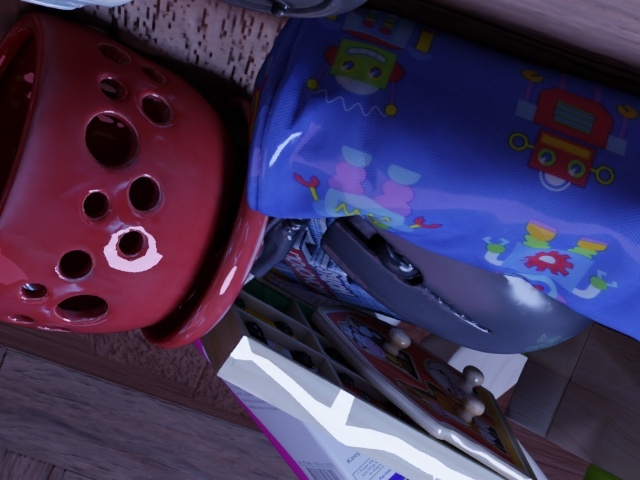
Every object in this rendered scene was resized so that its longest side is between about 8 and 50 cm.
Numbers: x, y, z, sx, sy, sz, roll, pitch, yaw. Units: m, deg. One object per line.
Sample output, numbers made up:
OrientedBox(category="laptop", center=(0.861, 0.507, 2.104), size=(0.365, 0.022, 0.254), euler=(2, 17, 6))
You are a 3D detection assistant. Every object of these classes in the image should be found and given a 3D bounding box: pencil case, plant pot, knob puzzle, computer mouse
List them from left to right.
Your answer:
OrientedBox(category="plant pot", center=(-0.134, -0.027, 1.133), size=(0.174, 0.191, 0.191), euler=(21, 168, -23))
OrientedBox(category="knob puzzle", center=(0.078, 0.099, 1.387), size=(0.213, 0.030, 0.213), euler=(35, -168, -9))
OrientedBox(category="computer mouse", center=(0.077, 0.021, 1.201), size=(0.272, 0.072, 0.188), euler=(20, 145, -23))
OrientedBox(category="pencil case", center=(0.110, -0.026, 0.928), size=(0.306, 0.119, 0.133), euler=(19, 152, 1))

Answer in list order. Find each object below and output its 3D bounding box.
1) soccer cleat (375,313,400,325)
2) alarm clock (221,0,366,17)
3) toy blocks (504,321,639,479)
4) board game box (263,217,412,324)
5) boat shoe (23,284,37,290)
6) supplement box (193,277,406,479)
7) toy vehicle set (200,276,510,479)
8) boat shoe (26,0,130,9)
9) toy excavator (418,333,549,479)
OrientedBox(category="soccer cleat", center=(-0.016, 0.058, 1.640), size=(0.196, 0.068, 0.076), euler=(5, 165, 39))
OrientedBox(category="alarm clock", center=(-0.047, -0.144, 0.789), size=(0.192, 0.064, 0.129), euler=(12, 167, 42))
OrientedBox(category="toy blocks", center=(0.334, 0.164, 1.359), size=(0.261, 0.190, 0.381), euler=(20, -177, -41))
OrientedBox(category="board game box", center=(0.000, 0.000, 1.360), size=(0.194, 0.060, 0.194), euler=(14, 167, 18))
OrientedBox(category="boat shoe", center=(-0.189, 0.021, 1.656), size=(0.183, 0.065, 0.083), euler=(-3, 180, -40))
OrientedBox(category="supplement box", center=(-0.008, 0.106, 1.507), size=(0.220, 0.114, 0.111), euler=(52, 158, -14))
OrientedBox(category="toy vehicle set", center=(0.019, 0.106, 1.357), size=(0.267, 0.035, 0.166), euler=(31, -168, -26))
OrientedBox(category="boat shoe", center=(-0.188, -0.163, 0.861), size=(0.227, 0.079, 0.081), euler=(21, 164, -27))
OrientedBox(category="toy excavator", center=(0.296, 0.275, 1.676), size=(0.445, 0.433, 0.222), euler=(-7, -178, -29))
